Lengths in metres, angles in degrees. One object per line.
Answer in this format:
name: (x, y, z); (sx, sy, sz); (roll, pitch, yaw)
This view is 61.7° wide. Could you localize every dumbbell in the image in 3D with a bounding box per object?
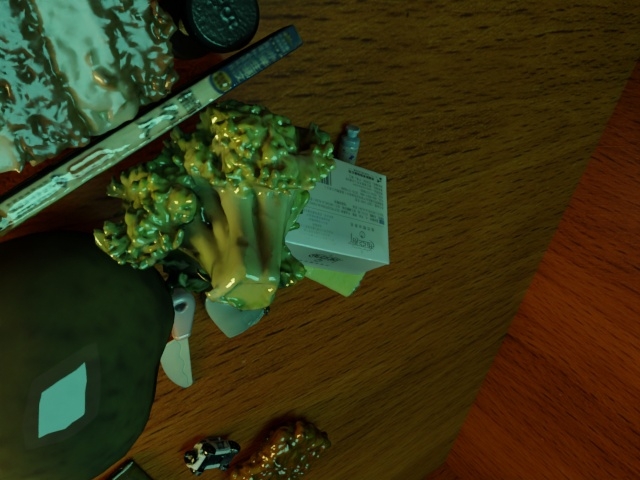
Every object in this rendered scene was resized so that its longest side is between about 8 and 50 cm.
dumbbell: (-0.167, -0.309, 0.751); (0.100, 0.191, 0.100); (-9, 108, -29)

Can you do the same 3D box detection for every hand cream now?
hand cream: (0.057, -0.182, 1.229); (0.065, 0.043, 0.170); (-18, 137, -34)

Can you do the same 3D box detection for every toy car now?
toy car: (-0.304, 0.591, 1.482); (0.171, 0.070, 0.080); (23, 103, -54)

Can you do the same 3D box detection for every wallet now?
wallet: (-0.491, 0.657, 1.378); (0.137, 0.031, 0.255); (-34, 140, -20)

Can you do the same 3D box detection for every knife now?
knife: (-0.319, 0.238, 1.198); (0.081, 0.043, 0.335); (-16, 134, -30)

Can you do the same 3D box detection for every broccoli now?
broccoli: (-0.111, -0.020, 0.774); (0.348, 0.280, 0.293); (-28, 132, 16)

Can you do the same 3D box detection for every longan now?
longan: (-0.411, 0.180, 0.805); (0.405, 0.336, 0.403); (-14, 110, -41)

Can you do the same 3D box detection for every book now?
book: (-0.251, -0.156, 0.739); (0.428, 0.300, 0.039); (-37, 112, -17)

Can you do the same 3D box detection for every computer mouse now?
computer mouse: (-0.191, 0.154, 1.231); (0.128, 0.079, 0.230); (-40, 145, -10)

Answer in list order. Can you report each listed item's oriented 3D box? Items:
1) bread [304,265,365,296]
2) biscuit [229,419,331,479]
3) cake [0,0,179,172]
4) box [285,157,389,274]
bread: (-0.003, 0.000, 1.217); (0.163, 0.168, 0.264); (-55, 141, 2)
biscuit: (-0.132, 0.716, 1.735); (0.312, 0.110, 0.318); (-45, 143, -4)
cake: (-0.342, -0.248, 0.578); (0.291, 0.282, 0.255); (-27, 131, -22)
box: (0.002, -0.056, 1.085); (0.275, 0.116, 0.202); (12, 68, -34)
